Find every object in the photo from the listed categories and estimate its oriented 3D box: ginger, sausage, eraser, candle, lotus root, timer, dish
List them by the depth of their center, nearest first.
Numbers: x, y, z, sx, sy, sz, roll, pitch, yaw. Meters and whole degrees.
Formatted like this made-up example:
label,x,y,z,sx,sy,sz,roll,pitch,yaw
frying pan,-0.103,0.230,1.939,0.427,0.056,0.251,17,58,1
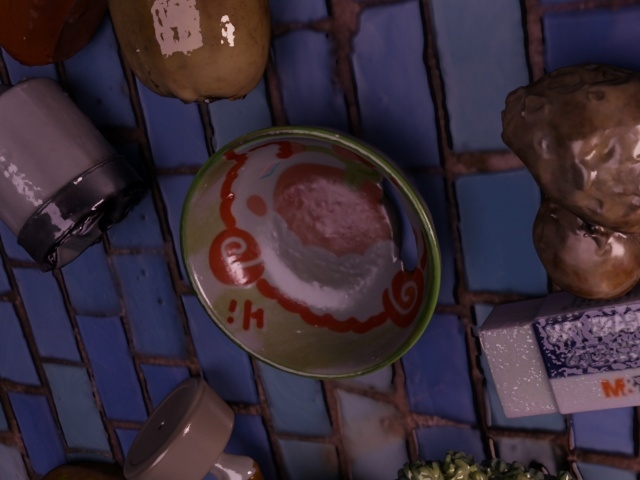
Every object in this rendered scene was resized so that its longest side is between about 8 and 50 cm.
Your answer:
label,x,y,z,sx,sy,sz,roll,pitch,yaw
ginger,0.341,-0.095,0.877,0.375,0.176,0.256,-30,113,33
eraser,0.330,0.114,1.017,0.287,0.086,0.130,-13,103,32
lotus root,-0.159,-0.304,1.052,0.183,0.183,0.309,-8,102,31
dish,0.000,0.000,1.127,0.324,0.124,0.324,8,115,17
sausage,-0.326,-0.324,1.151,0.133,0.133,0.258,48,126,2
candle,-0.396,-0.123,1.243,0.330,0.187,0.187,48,125,2
timer,-0.131,0.344,1.351,0.266,0.175,0.175,40,126,-15

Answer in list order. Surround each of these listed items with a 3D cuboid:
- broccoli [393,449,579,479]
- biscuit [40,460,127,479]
label,x,y,z,sx,sy,sz,roll,pitch,yaw
broccoli,0.240,0.428,1.105,0.277,0.317,0.338,-27,134,24
biscuit,-0.320,0.543,1.564,0.395,0.070,0.350,7,115,25
